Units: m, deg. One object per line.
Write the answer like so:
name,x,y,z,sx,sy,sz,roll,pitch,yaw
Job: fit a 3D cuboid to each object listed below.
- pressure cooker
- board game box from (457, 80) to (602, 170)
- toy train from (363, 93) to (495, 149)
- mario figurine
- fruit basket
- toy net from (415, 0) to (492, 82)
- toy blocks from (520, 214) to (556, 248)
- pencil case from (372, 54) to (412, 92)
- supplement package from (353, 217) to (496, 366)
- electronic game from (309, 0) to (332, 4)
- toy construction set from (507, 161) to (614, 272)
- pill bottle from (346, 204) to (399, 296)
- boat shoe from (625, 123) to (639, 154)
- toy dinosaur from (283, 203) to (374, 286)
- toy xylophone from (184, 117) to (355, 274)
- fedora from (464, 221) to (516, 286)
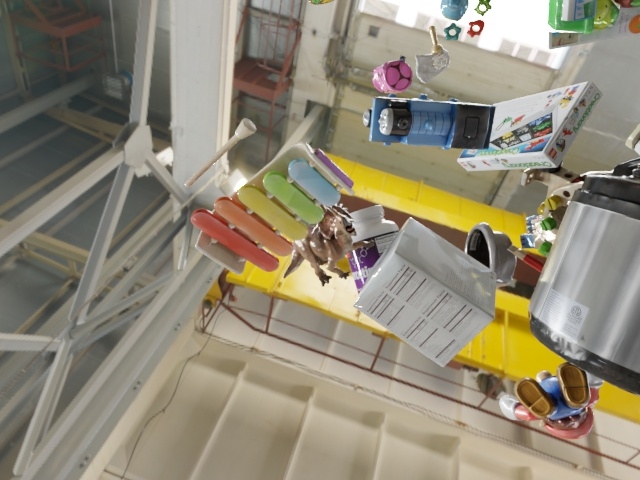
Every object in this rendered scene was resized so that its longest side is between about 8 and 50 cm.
pressure cooker,0.630,0.046,0.861,0.369,0.421,0.375,22,-166,30
board game box,0.479,-0.260,1.107,0.053,0.193,0.305,36,175,-19
toy train,0.158,-0.174,0.684,0.184,0.080,0.105,2,-164,-10
mario figurine,0.493,0.320,1.003,0.198,0.320,0.170,8,-110,32
fruit basket,0.888,-0.772,1.405,0.352,0.327,0.165,0,-146,18
toy net,0.312,-0.483,1.122,0.122,0.232,0.045,26,-170,5
toy blocks,0.825,-0.043,1.573,0.381,0.191,0.261,-11,-177,-27
pencil case,0.213,-0.501,1.414,0.098,0.095,0.209,21,-169,-10
supplement package,0.259,0.122,1.141,0.262,0.198,0.199,34,-147,3
electronic game,0.070,-0.666,1.173,0.229,0.229,0.048,-35,-76,-42
toy construction set,0.608,-0.083,1.227,0.309,0.257,0.237,-49,-124,-1
pill bottle,0.179,0.062,1.445,0.181,0.181,0.323,-14,-95,-30
boat shoe,0.915,-0.333,1.156,0.113,0.302,0.103,-17,-126,-29
toy dinosaur,0.000,0.000,1.185,0.200,0.295,0.127,50,-140,-28
toy xylophone,-0.111,-0.073,0.849,0.236,0.322,0.081,30,-145,-28
fedora,0.615,0.073,1.665,0.124,0.244,0.276,2,-114,-5
